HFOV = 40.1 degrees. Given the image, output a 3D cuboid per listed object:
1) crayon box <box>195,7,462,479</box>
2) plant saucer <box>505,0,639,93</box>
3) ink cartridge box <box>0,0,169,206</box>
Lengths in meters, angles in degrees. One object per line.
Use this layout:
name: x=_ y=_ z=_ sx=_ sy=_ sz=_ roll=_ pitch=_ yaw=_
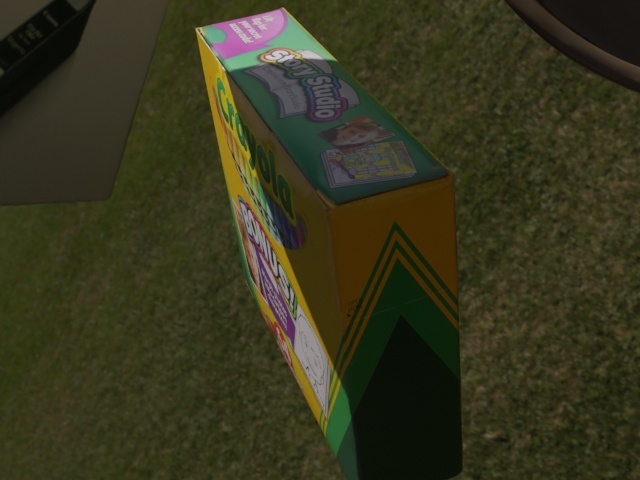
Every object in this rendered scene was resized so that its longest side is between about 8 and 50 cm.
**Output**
crayon box: x=0.000 y=0.000 z=0.801 sx=0.363 sy=0.106 sz=0.313 roll=-125 pitch=21 yaw=-52
plant saucer: x=0.206 y=-0.186 z=0.452 sx=0.041 sy=0.278 sz=0.278 roll=81 pitch=-156 yaw=-72
ink cartridge box: x=-0.169 y=-0.128 z=0.343 sx=0.060 sy=0.275 sz=0.239 roll=32 pitch=112 yaw=28
